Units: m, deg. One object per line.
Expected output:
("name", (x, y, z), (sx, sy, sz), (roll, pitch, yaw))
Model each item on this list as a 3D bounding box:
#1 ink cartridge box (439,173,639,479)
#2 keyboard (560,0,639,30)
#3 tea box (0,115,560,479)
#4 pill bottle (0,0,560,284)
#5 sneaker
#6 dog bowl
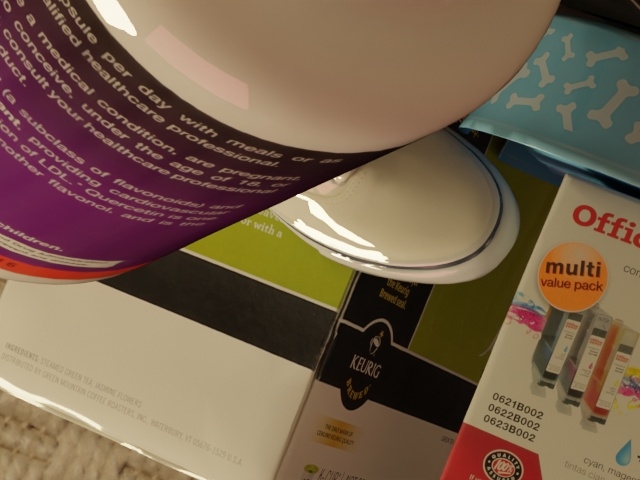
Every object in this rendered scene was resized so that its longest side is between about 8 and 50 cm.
("ink cartridge box", (0.158, 0.072, 0.901), (0.128, 0.176, 0.127), (22, 179, 17))
("keyboard", (0.011, -0.172, 0.832), (0.317, 0.033, 0.201), (22, -177, 22))
("tea box", (0.000, 0.000, 1.147), (0.220, 0.324, 0.329), (21, 176, 25))
("pill bottle", (-0.041, -0.098, 0.585), (0.181, 0.181, 0.323), (25, 157, -24))
("sneaker", (-0.015, -0.057, 0.933), (0.258, 0.094, 0.091), (28, 175, 24))
("dog bowl", (0.178, -0.056, 0.978), (0.166, 0.074, 0.297), (22, -179, 15))
